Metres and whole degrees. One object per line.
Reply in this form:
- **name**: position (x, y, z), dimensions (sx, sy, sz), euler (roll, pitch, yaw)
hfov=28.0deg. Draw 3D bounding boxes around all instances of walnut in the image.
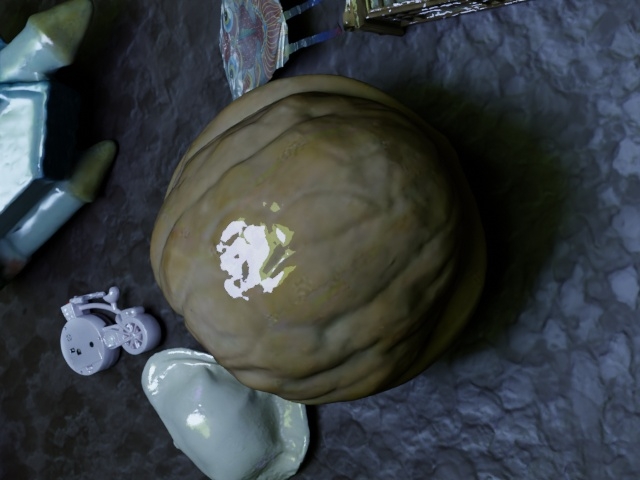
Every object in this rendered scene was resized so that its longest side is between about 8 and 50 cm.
- **walnut**: position (0.000, 0.000, 1.081), dimensions (0.285, 0.296, 0.285), euler (0, 92, 8)

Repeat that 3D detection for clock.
- **clock**: position (-0.226, 0.095, 1.364), dimensions (0.129, 0.041, 0.087), euler (-15, 89, 36)

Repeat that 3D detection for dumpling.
- **dumpling**: position (-0.084, 0.160, 1.253), dimensions (0.134, 0.100, 0.169), euler (-41, 74, 14)

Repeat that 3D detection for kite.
- **kite**: position (-0.038, -0.201, 1.196), dimensions (0.229, 0.016, 0.127), euler (-5, 93, 58)

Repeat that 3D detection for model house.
- **model house**: position (-0.339, -0.129, 1.332), dimensions (0.325, 0.194, 0.267), euler (-43, 85, 6)

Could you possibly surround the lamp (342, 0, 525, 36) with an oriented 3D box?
- **lamp**: position (0.173, -0.243, 1.073), dimensions (0.325, 0.090, 0.089), euler (-8, 90, 32)
